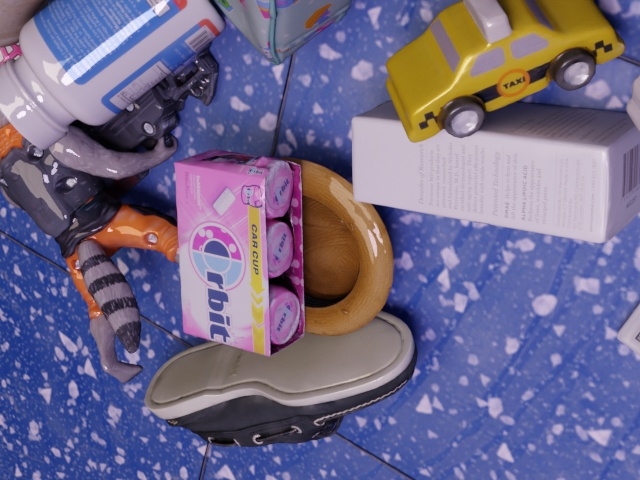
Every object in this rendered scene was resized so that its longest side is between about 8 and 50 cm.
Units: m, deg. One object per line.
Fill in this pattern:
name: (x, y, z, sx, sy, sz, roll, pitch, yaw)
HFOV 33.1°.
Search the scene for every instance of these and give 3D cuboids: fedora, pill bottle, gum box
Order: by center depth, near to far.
gum box: (-0.077, 0.005, 1.038, 0.107, 0.062, 0.188, 11, 113, 32)
pill bottle: (-0.213, -0.191, 1.054, 0.221, 0.124, 0.124, -36, 83, 4)
fedora: (0.000, 0.000, 1.074, 0.194, 0.079, 0.194, 12, 113, 31)

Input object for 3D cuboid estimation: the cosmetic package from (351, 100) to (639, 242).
cosmetic package: (0.153, -0.068, 0.922, 0.231, 0.117, 0.085, 10, 113, 33)

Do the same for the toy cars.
toy cars: (0.224, -0.143, 0.804, 0.393, 0.176, 0.087, 11, 149, 31)

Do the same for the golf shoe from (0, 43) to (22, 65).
golf shoe: (-0.363, -0.230, 1.230, 0.086, 0.067, 0.186, -13, 105, -3)

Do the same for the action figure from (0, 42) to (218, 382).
action figure: (-0.226, -0.055, 1.151, 0.330, 0.178, 0.341, 51, 124, 7)

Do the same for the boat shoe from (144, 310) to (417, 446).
boat shoe: (-0.029, 0.162, 1.137, 0.340, 0.127, 0.113, -18, 125, 30)

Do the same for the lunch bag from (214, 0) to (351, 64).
lunch bag: (-0.066, -0.294, 0.913, 0.224, 0.108, 0.279, 52, 169, 11)

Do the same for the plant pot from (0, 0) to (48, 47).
plant pot: (-0.296, -0.405, 1.014, 0.305, 0.334, 0.334, -31, 87, 26)

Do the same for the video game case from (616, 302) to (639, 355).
video game case: (0.367, 0.074, 0.885, 0.190, 0.022, 0.173, 39, 125, 18)
